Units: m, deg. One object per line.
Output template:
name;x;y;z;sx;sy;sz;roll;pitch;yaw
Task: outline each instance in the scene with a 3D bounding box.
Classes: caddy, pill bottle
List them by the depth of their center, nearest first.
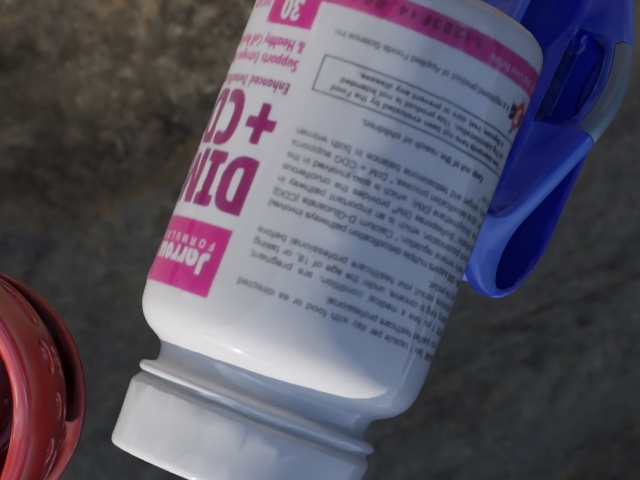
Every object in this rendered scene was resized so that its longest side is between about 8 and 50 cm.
pill bottle;0.000;0.000;1.028;0.160;0.283;0.160;21;175;2
caddy;0.138;-0.122;1.407;0.179;0.341;0.241;13;147;22

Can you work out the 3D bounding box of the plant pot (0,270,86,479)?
plant pot;-0.242;0.097;1.140;0.191;0.191;0.174;-22;178;5
